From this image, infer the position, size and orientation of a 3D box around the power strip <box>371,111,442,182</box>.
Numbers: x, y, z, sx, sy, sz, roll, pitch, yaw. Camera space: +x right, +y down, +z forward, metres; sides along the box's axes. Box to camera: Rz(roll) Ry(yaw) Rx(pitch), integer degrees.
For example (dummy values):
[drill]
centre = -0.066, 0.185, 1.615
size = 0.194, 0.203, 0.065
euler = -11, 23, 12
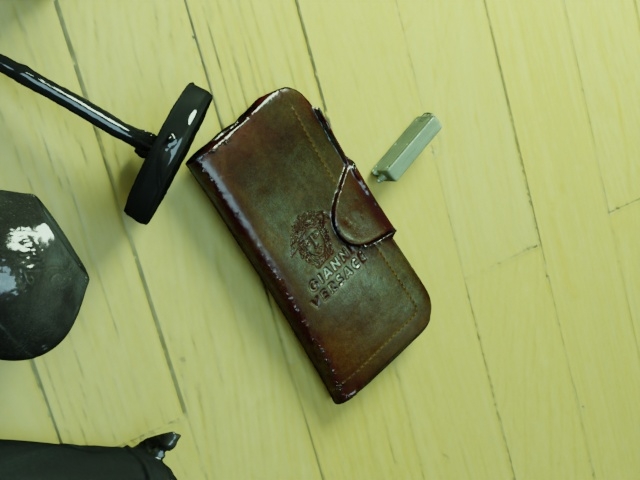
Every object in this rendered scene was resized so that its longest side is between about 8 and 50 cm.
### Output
[power strip]
centre = 0.075, -0.080, 0.880
size = 0.083, 0.027, 0.017
euler = -50, 116, -18

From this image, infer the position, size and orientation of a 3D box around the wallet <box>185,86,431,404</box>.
[wallet]
centre = 0.000, 0.000, 0.835
size = 0.137, 0.031, 0.255
euler = -42, 114, -26

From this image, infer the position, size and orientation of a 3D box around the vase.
[vase]
centre = -0.247, 0.046, 0.651
size = 0.183, 0.120, 0.120
euler = -32, 109, -7

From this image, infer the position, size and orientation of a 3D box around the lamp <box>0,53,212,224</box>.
[lamp]
centre = -0.230, -0.131, 0.645
size = 0.371, 0.108, 0.130
euler = 33, 72, -28

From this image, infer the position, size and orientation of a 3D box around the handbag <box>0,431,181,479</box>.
[handbag]
centre = -0.216, 0.252, 0.630
size = 0.302, 0.178, 0.275
euler = 14, 85, -31
